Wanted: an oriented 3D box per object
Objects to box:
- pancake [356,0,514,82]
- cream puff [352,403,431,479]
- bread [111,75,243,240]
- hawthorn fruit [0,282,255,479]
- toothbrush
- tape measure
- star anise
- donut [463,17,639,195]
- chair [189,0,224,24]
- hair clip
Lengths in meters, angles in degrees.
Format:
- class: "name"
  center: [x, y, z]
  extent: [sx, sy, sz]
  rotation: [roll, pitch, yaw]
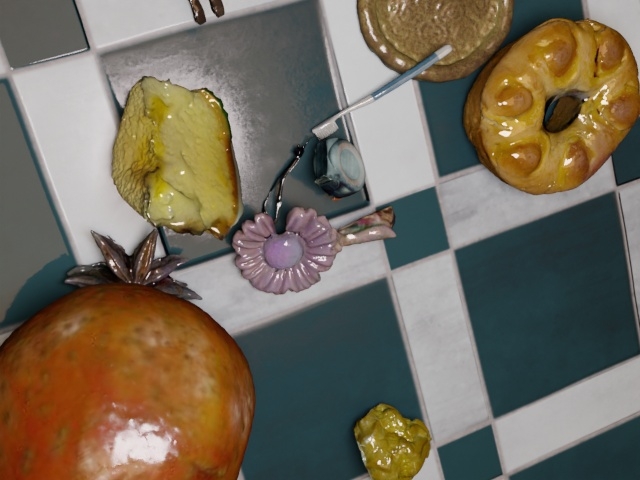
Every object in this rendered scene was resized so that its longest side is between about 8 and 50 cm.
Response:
- class: "pancake"
  center: [0.205, -0.412, 1.234]
  extent: [0.288, 0.033, 0.285]
  rotation: [20, 94, -20]
- class: "cream puff"
  center: [0.134, 0.373, 1.308]
  extent: [0.156, 0.121, 0.156]
  rotation: [-1, 94, -18]
- class: "bread"
  center: [-0.229, -0.106, 1.096]
  extent: [0.174, 0.133, 0.251]
  rotation: [5, 68, -46]
- class: "hawthorn fruit"
  center: [-0.278, 0.271, 1.001]
  extent: [0.403, 0.403, 0.402]
  rotation: [-3, 101, -17]
- class: "toothbrush"
  center: [0.107, -0.250, 1.217]
  extent: [0.276, 0.019, 0.025]
  rotation: [-32, 115, -1]
- class: "tape measure"
  center: [-0.014, -0.096, 1.222]
  extent: [0.180, 0.104, 0.107]
  rotation: [-33, 142, 26]
- class: "star anise"
  center: [-0.297, 0.057, 1.141]
  extent: [0.205, 0.061, 0.180]
  rotation: [-8, 115, -11]
- class: "donut"
  center: [0.407, -0.233, 1.269]
  extent: [0.318, 0.150, 0.299]
  rotation: [-8, 102, -17]
- class: "chair"
  center: [-0.160, -0.499, 1.036]
  extent: [0.186, 0.160, 0.319]
  rotation: [-29, 110, -13]
- class: "hair clip"
  center: [0.005, 0.003, 1.213]
  extent: [0.301, 0.069, 0.172]
  rotation: [-15, 126, -18]
